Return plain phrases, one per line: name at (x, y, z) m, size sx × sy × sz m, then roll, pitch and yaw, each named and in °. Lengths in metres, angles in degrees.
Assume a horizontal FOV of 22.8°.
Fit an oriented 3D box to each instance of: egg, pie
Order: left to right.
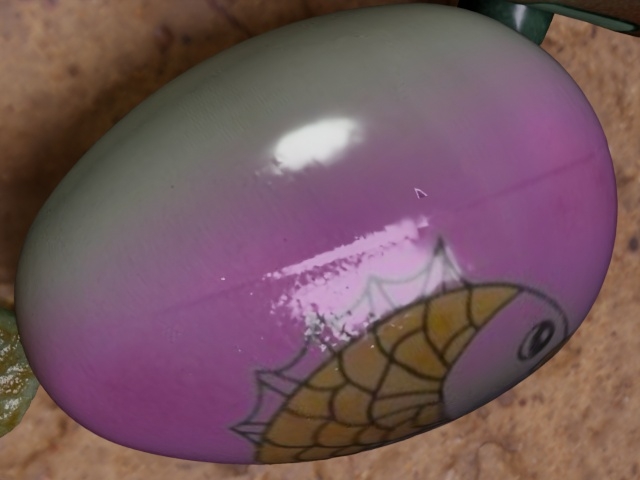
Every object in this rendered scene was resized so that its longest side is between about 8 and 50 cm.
pie at (-0.169, 0.064, 0.734) m, size 0.085 × 0.017 × 0.085 m, roll -13°, pitch 120°, yaw -25°
egg at (0.000, 0.000, 0.702) m, size 0.271 × 0.196 × 0.196 m, roll -18°, pitch 122°, yaw -4°

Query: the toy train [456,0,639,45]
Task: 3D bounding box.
toy train at (0.149, -0.231, 0.700) m, size 0.129 × 0.159 × 0.326 m, roll 11°, pitch 108°, yaw -32°
